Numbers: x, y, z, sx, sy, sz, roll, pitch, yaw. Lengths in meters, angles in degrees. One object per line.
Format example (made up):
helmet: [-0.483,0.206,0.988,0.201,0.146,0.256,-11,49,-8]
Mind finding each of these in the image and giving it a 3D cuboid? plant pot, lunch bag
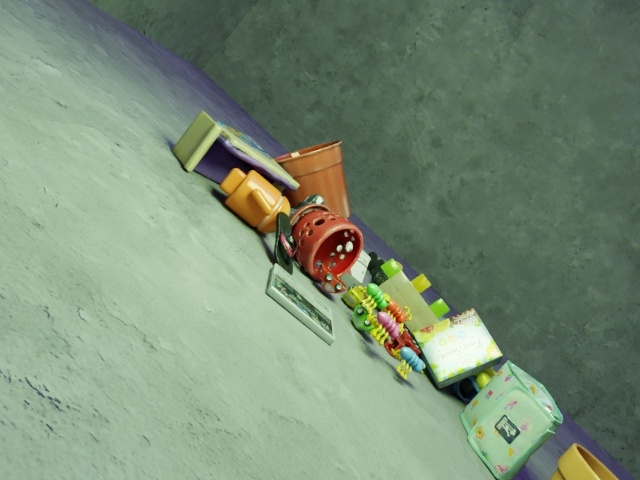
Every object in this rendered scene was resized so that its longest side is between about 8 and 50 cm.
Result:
plant pot: [0.603,0.634,1.183,0.291,0.203,0.291,41,11,-10]
lunch bag: [0.499,0.472,1.392,0.160,0.223,0.262,36,13,-3]
plant pot: [0.000,0.000,1.563,0.174,0.191,0.191,39,6,42]
plant pot: [-0.020,-0.186,1.876,0.272,0.273,0.264,-89,163,-76]

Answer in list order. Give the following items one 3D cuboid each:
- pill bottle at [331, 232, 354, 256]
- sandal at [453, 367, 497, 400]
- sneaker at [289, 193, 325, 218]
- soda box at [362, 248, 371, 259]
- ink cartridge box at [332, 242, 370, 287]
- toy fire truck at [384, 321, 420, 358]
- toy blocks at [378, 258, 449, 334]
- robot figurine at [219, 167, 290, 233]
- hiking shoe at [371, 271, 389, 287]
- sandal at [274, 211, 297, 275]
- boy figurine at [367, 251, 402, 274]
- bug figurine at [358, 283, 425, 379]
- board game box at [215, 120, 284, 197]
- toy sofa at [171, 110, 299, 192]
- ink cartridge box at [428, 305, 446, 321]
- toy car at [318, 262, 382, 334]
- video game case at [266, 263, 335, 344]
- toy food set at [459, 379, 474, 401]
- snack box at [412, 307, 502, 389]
pill bottle: [0.055,0.008,1.926,0.108,0.108,0.180,48,12,27]
sandal: [0.472,0.391,1.726,0.126,0.138,0.317,36,26,-17]
sneaker: [-0.084,-0.102,1.668,0.226,0.163,0.086,41,-18,-30]
soda box: [0.093,0.025,2.089,0.216,0.074,0.069,39,11,-22]
ink cartridge box: [0.102,0.081,1.788,0.099,0.056,0.135,40,41,-14]
toy fire truck: [0.229,0.293,1.590,0.135,0.047,0.192,38,12,-27]
toy blocks: [0.324,0.250,1.835,0.381,0.191,0.261,55,3,10]
robot figurine: [-0.175,-0.105,1.480,0.219,0.158,0.128,40,48,-16]
hiking shoe: [0.242,0.175,2.079,0.114,0.086,0.227,31,3,10]
sandal: [-0.087,0.004,1.388,0.067,0.040,0.179,28,53,-53]
boy figurine: [0.291,0.128,2.373,0.177,0.092,0.285,45,14,28]
bug figurine: [0.193,0.223,1.423,0.216,0.072,0.279,47,17,-30]
board game box: [-0.258,-0.302,2.066,0.308,0.086,0.302,45,10,11]
toy sofa: [-0.240,-0.210,1.585,0.177,0.150,0.363,46,10,35]
ink cartridge box: [0.508,0.388,2.192,0.324,0.071,0.330,35,10,-34]
toy car: [0.090,0.184,1.489,0.239,0.053,0.225,37,14,-50]
video game case: [-0.044,0.145,1.252,0.190,0.022,0.173,41,10,-11]
toy food set: [0.567,0.505,1.870,0.306,0.092,0.219,36,13,-34]
snack box: [0.409,0.324,1.610,0.070,0.207,0.174,74,-6,-54]
